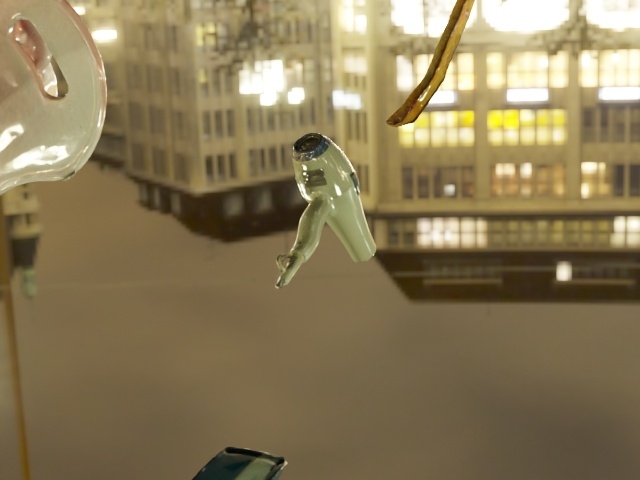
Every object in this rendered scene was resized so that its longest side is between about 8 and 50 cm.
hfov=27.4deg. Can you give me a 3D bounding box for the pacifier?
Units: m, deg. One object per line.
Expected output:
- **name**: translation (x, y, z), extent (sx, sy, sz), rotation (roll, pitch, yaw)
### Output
- **pacifier**: translation (-0.377, -0.131, 1.326), extent (0.332, 0.220, 0.273), rotation (-26, -133, 17)

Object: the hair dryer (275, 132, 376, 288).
- **hair dryer**: translation (0.010, 0.004, 1.403), extent (0.067, 0.167, 0.199), rotation (-10, -127, 28)

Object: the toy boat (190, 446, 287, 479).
- **toy boat**: translation (-0.121, 0.275, 1.119), extent (0.062, 0.096, 0.299), rotation (28, -135, 13)

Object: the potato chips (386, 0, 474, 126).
- **potato chips**: translation (0.148, -0.230, 1.678), extent (0.037, 0.204, 0.026), rotation (26, 176, 41)
